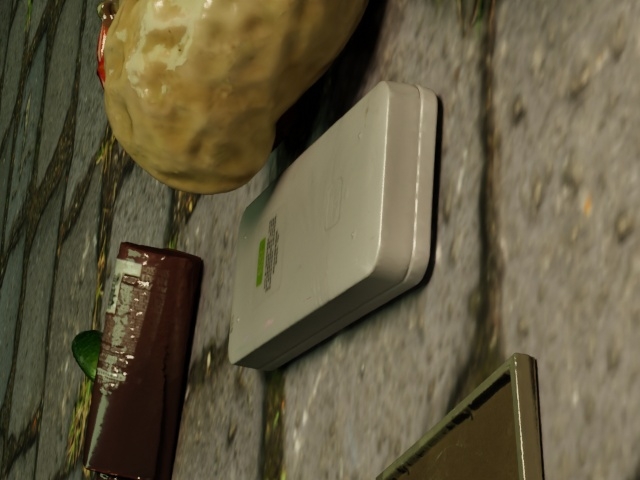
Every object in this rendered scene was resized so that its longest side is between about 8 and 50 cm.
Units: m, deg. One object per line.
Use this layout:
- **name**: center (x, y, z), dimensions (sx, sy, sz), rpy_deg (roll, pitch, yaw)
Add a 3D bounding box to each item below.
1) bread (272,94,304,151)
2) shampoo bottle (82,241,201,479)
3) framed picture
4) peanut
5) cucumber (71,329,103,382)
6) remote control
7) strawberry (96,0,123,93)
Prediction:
- **bread**: center (-0.036, -0.093, 0.997), dimensions (0.085, 0.053, 0.085), rpy_deg (-167, 90, -85)
- **shampoo bottle**: center (-0.136, 0.122, 1.176), dimensions (0.068, 0.067, 0.236), rpy_deg (-151, 71, -82)
- **framed picture**: center (0.055, 0.124, 0.659), dimensions (0.149, 0.011, 0.109), rpy_deg (127, 149, -56)
- **peanut**: center (-0.037, -0.185, 0.887), dimensions (0.140, 0.153, 0.325), rpy_deg (-171, 97, -77)
- **cucumber**: center (-0.207, 0.102, 1.457), dimensions (0.155, 0.037, 0.037), rpy_deg (-151, 72, -71)
- **remote control**: center (0.000, 0.000, 0.859), dimensions (0.250, 0.034, 0.103), rpy_deg (142, 135, -64)
- **strawberry**: center (-0.126, -0.166, 1.278), dimensions (0.187, 0.082, 0.146), rpy_deg (-107, 26, -43)
